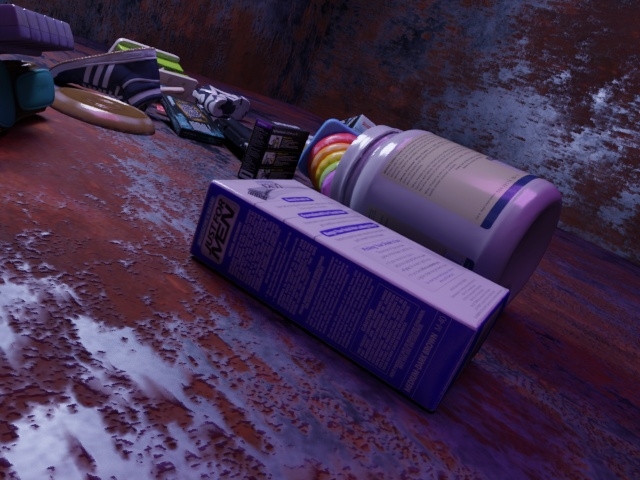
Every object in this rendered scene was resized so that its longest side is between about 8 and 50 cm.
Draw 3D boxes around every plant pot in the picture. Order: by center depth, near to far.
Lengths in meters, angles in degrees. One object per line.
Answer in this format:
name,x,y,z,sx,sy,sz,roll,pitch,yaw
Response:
plant pot,-0.487,-0.295,1.140,0.236,0.032,0.236,20,17,-7

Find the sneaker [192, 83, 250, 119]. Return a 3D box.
sneaker,-0.375,-0.517,1.869,0.153,0.094,0.235,36,30,16

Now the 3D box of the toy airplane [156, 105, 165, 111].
toy airplane,-0.386,-0.347,1.435,0.151,0.028,0.151,14,19,-5

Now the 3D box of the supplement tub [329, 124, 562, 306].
supplement tub,0.199,-0.047,0.858,0.325,0.235,0.235,33,20,32

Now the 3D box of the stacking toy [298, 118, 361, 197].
stacking toy,0.056,-0.126,1.126,0.175,0.165,0.301,28,25,-20

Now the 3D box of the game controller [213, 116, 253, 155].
game controller,-0.186,-0.259,1.384,0.166,0.067,0.319,28,11,-36

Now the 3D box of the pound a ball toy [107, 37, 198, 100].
pound a ball toy,-0.527,-0.489,1.590,0.208,0.136,0.319,52,23,10

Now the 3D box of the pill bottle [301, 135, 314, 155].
pill bottle,-0.036,-0.279,1.562,0.043,0.083,0.043,20,16,-6

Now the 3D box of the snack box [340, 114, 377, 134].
snack box,0.137,-0.357,1.834,0.187,0.060,0.322,34,-7,-21

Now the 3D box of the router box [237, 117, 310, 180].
router box,-0.100,-0.195,1.131,0.046,0.133,0.179,28,17,19

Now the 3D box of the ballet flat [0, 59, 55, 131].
ballet flat,-0.530,-0.236,0.796,0.124,0.116,0.342,-3,22,-11

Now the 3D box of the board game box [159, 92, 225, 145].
board game box,-0.341,-0.320,1.339,0.126,0.026,0.186,7,35,-40

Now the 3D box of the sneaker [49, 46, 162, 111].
sneaker,-0.546,-0.397,1.308,0.282,0.153,0.099,-8,19,5

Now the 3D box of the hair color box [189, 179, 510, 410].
hair color box,0.034,0.038,0.613,0.339,0.110,0.185,31,20,23

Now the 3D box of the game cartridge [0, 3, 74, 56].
game cartridge,-0.590,-0.302,0.758,0.355,0.068,0.230,-5,21,-6
